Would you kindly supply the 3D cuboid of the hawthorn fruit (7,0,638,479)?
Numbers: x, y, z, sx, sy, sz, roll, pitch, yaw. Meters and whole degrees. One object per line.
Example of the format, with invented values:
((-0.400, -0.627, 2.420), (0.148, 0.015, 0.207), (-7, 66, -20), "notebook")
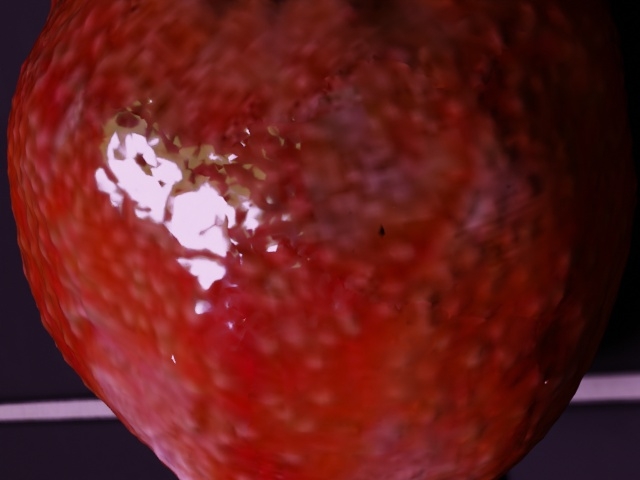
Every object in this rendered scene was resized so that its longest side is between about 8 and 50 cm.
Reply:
((0.000, 0.000, 0.619), (0.205, 0.205, 0.253), (33, 139, 34), "hawthorn fruit")
